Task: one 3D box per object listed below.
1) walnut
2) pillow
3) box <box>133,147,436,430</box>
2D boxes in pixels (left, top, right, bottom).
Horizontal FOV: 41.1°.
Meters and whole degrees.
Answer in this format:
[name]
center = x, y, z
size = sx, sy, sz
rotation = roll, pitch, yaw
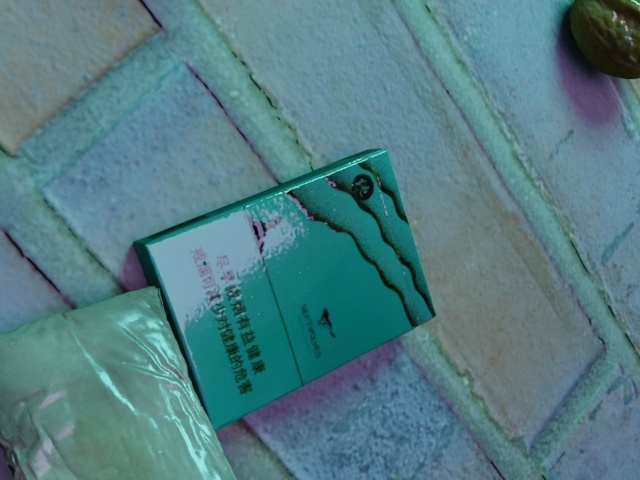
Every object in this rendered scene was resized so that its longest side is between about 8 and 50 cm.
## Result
[walnut]
center = 0.309, -0.223, 0.871
size = 0.124, 0.105, 0.105
rotation = 33, 75, -19
[pillow]
center = -0.139, 0.149, 0.576
size = 0.148, 0.050, 0.230
rotation = -23, 73, -14
[box]
center = -0.020, 0.035, 0.707
size = 0.226, 0.042, 0.161
rotation = -24, 105, -25
